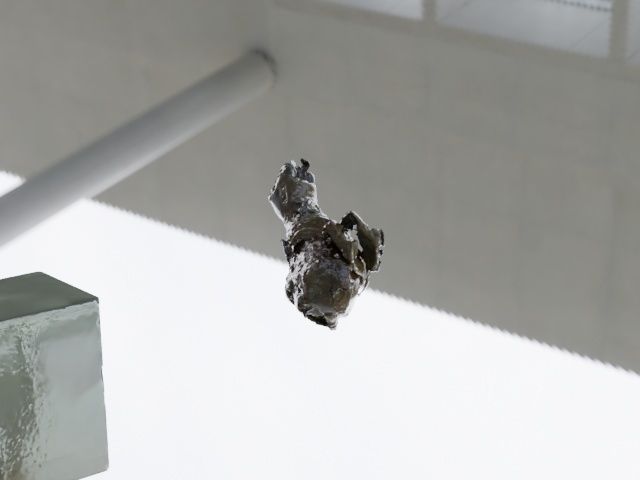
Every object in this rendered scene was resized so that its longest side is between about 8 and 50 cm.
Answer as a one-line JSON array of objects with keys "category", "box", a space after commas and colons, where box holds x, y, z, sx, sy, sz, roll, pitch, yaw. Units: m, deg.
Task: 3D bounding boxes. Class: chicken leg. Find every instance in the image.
[{"category": "chicken leg", "box": [-0.001, 0.007, 1.436, 0.196, 0.080, 0.125, -129, -134, -59]}]

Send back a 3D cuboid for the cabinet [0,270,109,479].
[{"category": "cabinet", "box": [-0.341, 0.161, 1.630, 0.145, 0.150, 0.206, 18, -66, 49]}]
